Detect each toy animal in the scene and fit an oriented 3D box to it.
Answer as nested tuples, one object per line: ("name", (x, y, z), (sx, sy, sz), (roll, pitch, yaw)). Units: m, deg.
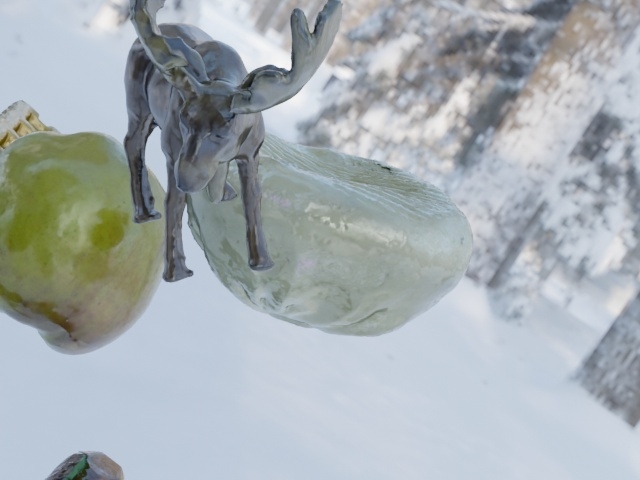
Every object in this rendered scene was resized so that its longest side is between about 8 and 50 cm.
("toy animal", (-0.062, -0.070, 0.659), (0.093, 0.186, 0.214), (-6, 28, -20))

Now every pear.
("pear", (-0.230, 0.001, 1.174), (0.200, 0.200, 0.200), (32, 8, -5))

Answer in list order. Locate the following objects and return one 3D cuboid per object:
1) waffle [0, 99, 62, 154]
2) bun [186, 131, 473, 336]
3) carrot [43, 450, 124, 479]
("waffle", (-0.301, -0.051, 1.515), (0.248, 0.055, 0.221), (44, 12, -11))
("bun", (0.000, 0.000, 0.974), (0.231, 0.133, 0.231), (16, 13, -4))
("carrot", (-0.247, 0.267, 1.065), (0.070, 0.070, 0.260), (33, 34, 4))
